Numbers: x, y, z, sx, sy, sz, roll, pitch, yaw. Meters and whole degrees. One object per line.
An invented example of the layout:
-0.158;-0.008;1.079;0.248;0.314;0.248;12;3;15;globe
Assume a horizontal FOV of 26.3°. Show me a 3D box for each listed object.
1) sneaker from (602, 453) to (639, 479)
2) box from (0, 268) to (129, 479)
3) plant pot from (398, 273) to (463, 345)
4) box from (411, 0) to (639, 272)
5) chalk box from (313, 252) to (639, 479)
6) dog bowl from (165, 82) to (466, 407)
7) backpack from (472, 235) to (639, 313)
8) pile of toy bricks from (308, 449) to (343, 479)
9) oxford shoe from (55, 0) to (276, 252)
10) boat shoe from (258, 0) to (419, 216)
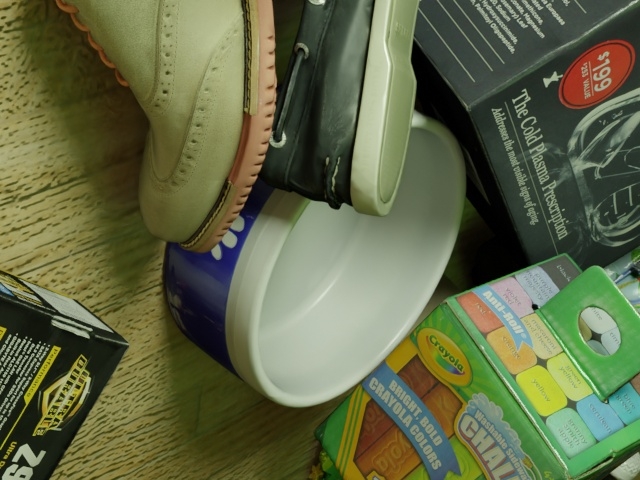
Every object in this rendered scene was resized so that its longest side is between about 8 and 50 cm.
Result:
0.204;0.207;1.446;0.101;0.268;0.153;20;104;-53;sneaker
-0.296;0.158;0.879;0.322;0.079;0.257;-59;150;0;box
0.110;0.101;1.383;0.096;0.109;0.109;-39;145;-9;plant pot
0.252;-0.159;1.187;0.312;0.179;0.343;-33;146;1;box
0.166;0.140;1.170;0.179;0.180;0.289;-17;155;-43;chalk box
0.000;0.000;1.134;0.265;0.104;0.265;-35;141;-35;dog bowl
0.379;0.018;1.505;0.355;0.273;0.290;-44;144;-16;backpack
0.042;0.228;1.411;0.105;0.118;0.212;32;107;-31;pile of toy bricks
-0.103;-0.155;0.876;0.146;0.140;0.397;-4;130;-17;oxford shoe
0.017;-0.189;0.986;0.127;0.113;0.340;15;81;-75;boat shoe
